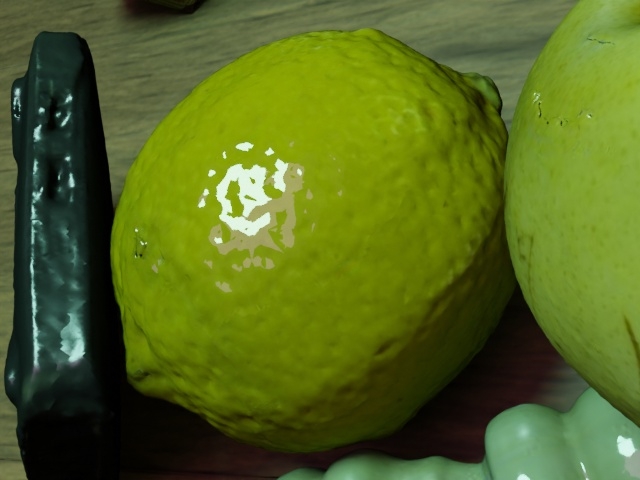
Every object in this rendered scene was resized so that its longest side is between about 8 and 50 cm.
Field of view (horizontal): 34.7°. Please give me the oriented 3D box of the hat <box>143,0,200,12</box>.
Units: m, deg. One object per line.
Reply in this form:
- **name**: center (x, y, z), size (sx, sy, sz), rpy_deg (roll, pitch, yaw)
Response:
- **hat**: center (-0.167, -0.300, 1.173), size (0.193, 0.082, 0.193), rpy_deg (-21, 24, 10)

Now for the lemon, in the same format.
- **lemon**: center (-0.001, 0.002, 0.807), size (0.336, 0.336, 0.336), rpy_deg (-12, 65, 26)

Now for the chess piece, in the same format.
- **chess piece**: center (0.140, 0.198, 0.738), size (0.330, 0.182, 0.182), rpy_deg (-25, 60, 14)

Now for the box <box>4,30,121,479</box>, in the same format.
- **box**: center (-0.228, 0.040, 0.922), size (0.091, 0.359, 0.350), rpy_deg (-2, 64, -13)

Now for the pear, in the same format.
- **pear**: center (0.269, -0.030, 0.567), size (0.348, 0.348, 0.348), rpy_deg (-12, 65, 26)
